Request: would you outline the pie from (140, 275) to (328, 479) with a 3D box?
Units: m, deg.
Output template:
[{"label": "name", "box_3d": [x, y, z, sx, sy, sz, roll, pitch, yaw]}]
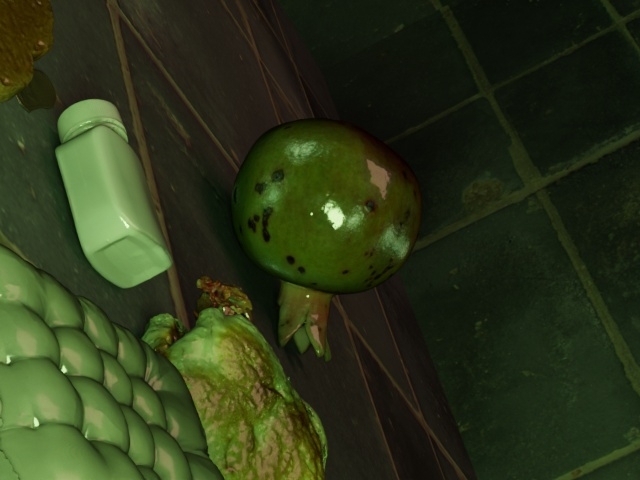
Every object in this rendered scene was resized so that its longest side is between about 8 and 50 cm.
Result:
[{"label": "pie", "box_3d": [-0.084, 0.186, 1.370, 0.274, 0.105, 0.257, 59, 24, -10]}]

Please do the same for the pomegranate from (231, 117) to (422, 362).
[{"label": "pomegranate", "box_3d": [-0.014, -0.016, 2.002, 0.291, 0.323, 0.291, 29, 11, -6]}]

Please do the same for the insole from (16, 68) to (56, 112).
[{"label": "insole", "box_3d": [-0.288, -0.151, 1.436, 0.045, 0.002, 0.135, 61, 9, -8]}]

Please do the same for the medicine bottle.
[{"label": "medicine bottle", "box_3d": [-0.207, -0.051, 1.391, 0.119, 0.069, 0.183, 48, 18, -56]}]

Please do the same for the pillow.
[{"label": "pillow", "box_3d": [-0.159, 0.146, 1.001, 0.228, 0.101, 0.326, 64, 6, 31]}]

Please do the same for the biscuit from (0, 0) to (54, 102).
[{"label": "biscuit", "box_3d": [-0.326, -0.247, 1.274, 0.208, 0.041, 0.290, 32, 37, -47]}]
